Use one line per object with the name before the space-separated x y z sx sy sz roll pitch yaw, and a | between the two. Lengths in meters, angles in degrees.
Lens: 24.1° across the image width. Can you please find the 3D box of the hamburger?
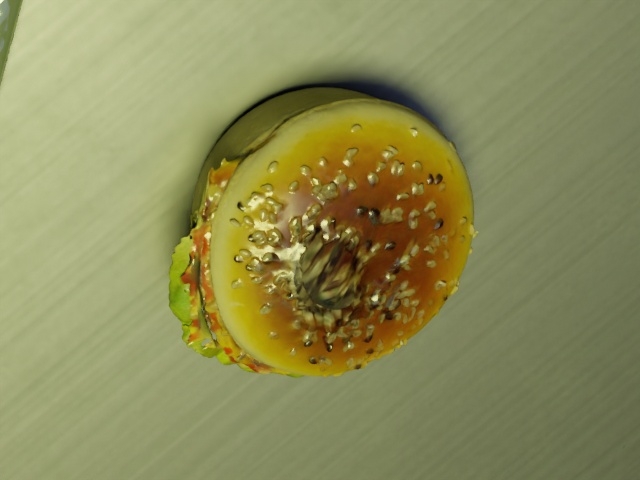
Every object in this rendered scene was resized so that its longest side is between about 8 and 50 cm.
hamburger | 0.000 0.000 0.645 0.141 0.081 0.126 -12 117 -15

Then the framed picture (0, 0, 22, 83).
framed picture | -0.199 -0.064 0.588 0.142 0.011 0.183 11 110 -23
